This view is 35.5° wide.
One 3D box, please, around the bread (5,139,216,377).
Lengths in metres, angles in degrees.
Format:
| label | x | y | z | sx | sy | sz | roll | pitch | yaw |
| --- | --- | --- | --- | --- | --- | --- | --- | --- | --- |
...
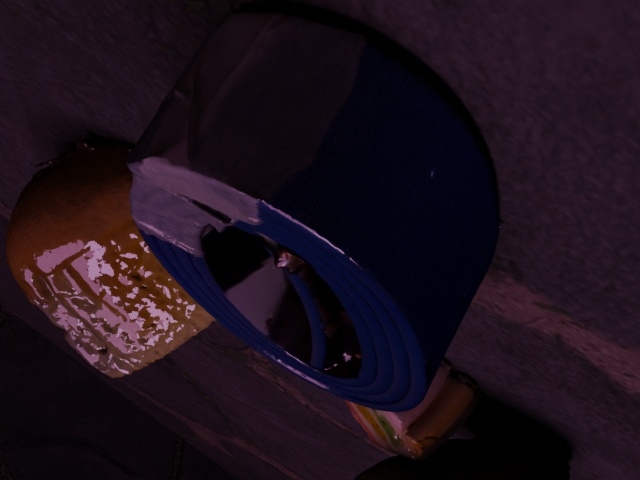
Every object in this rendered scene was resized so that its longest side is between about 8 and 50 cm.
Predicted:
| label | x | y | z | sx | sy | sz | roll | pitch | yaw |
| --- | --- | --- | --- | --- | --- | --- | --- | --- | --- |
| bread | -0.204 | 0.013 | 0.950 | 0.262 | 0.162 | 0.204 | -14 | 121 | 46 |

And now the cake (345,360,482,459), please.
| label | x | y | z | sx | sy | sz | roll | pitch | yaw |
| --- | --- | --- | --- | --- | --- | --- | --- | --- | --- |
| cake | 0.034 | 0.118 | 0.940 | 0.225 | 0.090 | 0.109 | 38 | 164 | -14 |

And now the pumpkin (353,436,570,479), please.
| label | x | y | z | sx | sy | sz | roll | pitch | yaw |
| --- | --- | --- | --- | --- | --- | --- | --- | --- | --- |
| pumpkin | 0.144 | 0.241 | 1.002 | 0.169 | 0.148 | 0.312 | 36 | 172 | 17 |

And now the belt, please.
| label | x | y | z | sx | sy | sz | roll | pitch | yaw |
| --- | --- | --- | --- | --- | --- | --- | --- | --- | --- |
| belt | 0.000 | 0.000 | 0.653 | 0.212 | 0.117 | 0.347 | 25 | 162 | 17 |
